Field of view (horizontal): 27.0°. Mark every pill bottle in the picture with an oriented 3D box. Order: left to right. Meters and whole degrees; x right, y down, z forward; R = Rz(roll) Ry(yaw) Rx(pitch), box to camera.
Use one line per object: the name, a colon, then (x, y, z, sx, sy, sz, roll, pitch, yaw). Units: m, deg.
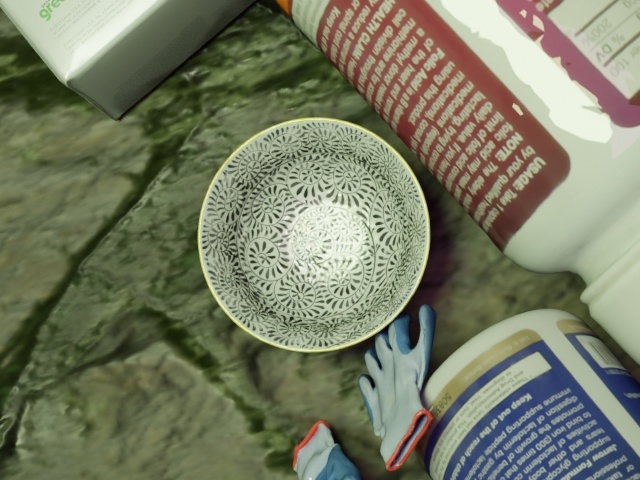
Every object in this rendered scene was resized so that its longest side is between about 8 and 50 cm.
pill bottle: (0.158, -0.120, 0.911, 0.224, 0.224, 0.392, -41, 80, 2)
pill bottle: (0.184, 0.183, 0.862, 0.153, 0.153, 0.264, -38, 54, 2)

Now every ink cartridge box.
ink cartridge box: (-0.140, -0.301, 1.022, 0.309, 0.130, 0.272, -40, 79, 2)

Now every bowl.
bowl: (0.000, 0.000, 0.992, 0.170, 0.080, 0.170, -1, 83, 8)

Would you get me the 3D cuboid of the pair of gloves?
pair of gloves: (0.024, 0.134, 0.922, 0.023, 0.159, 0.198, 28, 107, -14)
